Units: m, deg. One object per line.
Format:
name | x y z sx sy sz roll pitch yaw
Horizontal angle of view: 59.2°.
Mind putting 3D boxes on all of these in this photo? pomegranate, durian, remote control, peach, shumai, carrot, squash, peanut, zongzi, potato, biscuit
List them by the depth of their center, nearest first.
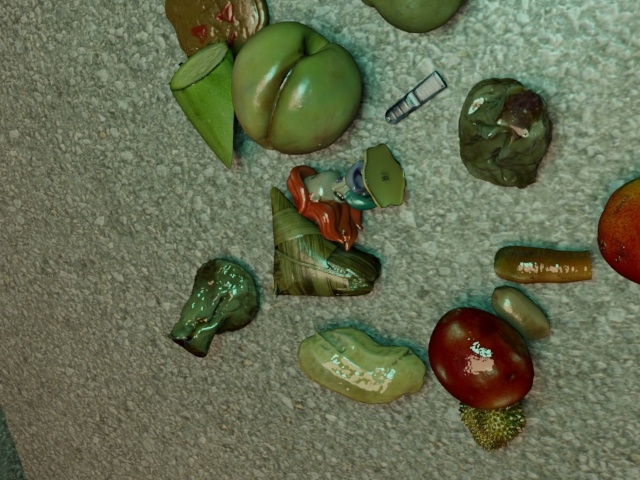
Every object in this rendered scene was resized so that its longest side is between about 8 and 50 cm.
pomegranate | 0.621 -0.027 1.022 0.210 0.210 0.235 40 83 9
potato | 0.171 -0.506 1.093 0.235 0.160 0.177 29 102 31
shumai | 0.349 -0.198 1.100 0.184 0.185 0.217 14 116 23
carrot | 0.471 0.054 1.197 0.194 0.087 0.087 4 111 29
remote control | 0.204 -0.307 1.233 0.153 0.027 0.043 -35 87 32
peach | -0.056 -0.325 1.243 0.293 0.247 0.292 14 141 12
peach | 0.354 0.260 1.259 0.243 0.199 0.243 40 160 18
peanut | 0.448 0.162 1.262 0.152 0.076 0.076 44 123 10
durian | 0.412 0.420 1.351 0.158 0.137 0.168 -36 76 37
biscuit | -0.255 -0.549 1.373 0.273 0.049 0.257 -21 98 32
squash | -0.229 -0.325 1.376 0.190 0.189 0.260 -9 136 31
zongzi | 0.000 0.000 1.414 0.286 0.134 0.287 -2 101 22
peanut | 0.100 0.329 1.467 0.340 0.174 0.158 22 153 19
shumai | -0.312 0.193 1.610 0.222 0.204 0.271 20 114 20

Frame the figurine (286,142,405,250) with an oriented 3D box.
figurine | 0.051 -0.101 1.315 0.257 0.180 0.208 -16 130 39
